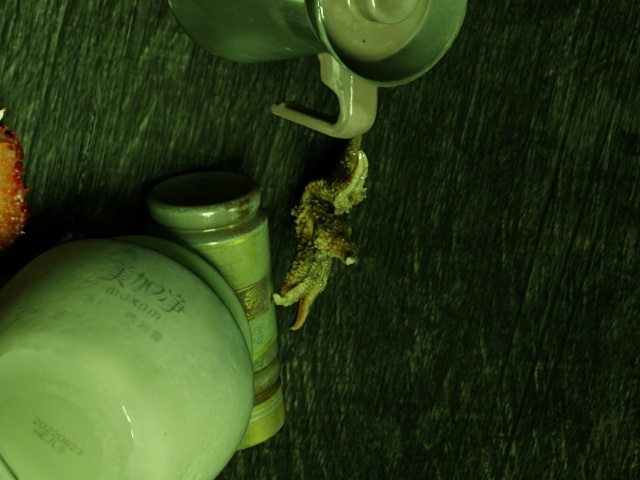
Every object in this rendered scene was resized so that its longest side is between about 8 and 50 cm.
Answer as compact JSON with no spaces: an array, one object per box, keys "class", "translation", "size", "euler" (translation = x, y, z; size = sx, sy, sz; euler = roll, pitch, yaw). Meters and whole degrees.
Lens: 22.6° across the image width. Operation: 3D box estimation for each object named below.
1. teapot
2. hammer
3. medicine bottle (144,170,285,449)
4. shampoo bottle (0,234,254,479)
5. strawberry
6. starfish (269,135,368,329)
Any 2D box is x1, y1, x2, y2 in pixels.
[{"class":"teapot","translation":[-0.013,-0.282,1.820],"size":[0.253,0.344,0.300],"euler":[-8,110,-30]},{"class":"hammer","translation":[-0.396,0.073,1.866],"size":[0.290,0.037,0.137],"euler":[-41,134,-18]},{"class":"medicine bottle","translation":[-0.131,0.086,1.984],"size":[0.151,0.151,0.322],"euler":[-17,115,-29]},{"class":"shampoo bottle","translation":[-0.240,0.164,1.788],"size":[0.317,0.322,0.322],"euler":[-53,139,-57]},{"class":"strawberry","translation":[-0.414,-0.075,1.795],"size":[0.167,0.087,0.208],"euler":[-7,138,-13]},{"class":"starfish","translation":[-0.002,-0.004,1.987],"size":[0.084,0.293,0.301],"euler":[22,98,-4]}]
